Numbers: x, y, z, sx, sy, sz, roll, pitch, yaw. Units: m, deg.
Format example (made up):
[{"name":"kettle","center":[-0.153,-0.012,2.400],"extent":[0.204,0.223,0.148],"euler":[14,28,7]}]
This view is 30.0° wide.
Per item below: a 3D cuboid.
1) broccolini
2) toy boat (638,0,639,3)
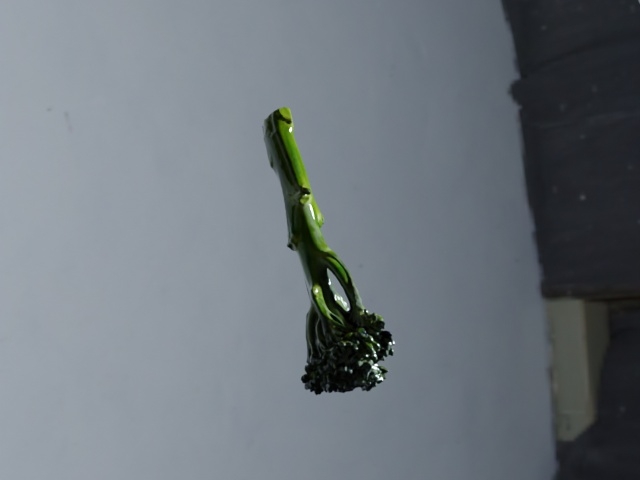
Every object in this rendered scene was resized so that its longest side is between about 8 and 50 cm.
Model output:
[{"name":"broccolini","center":[-0.002,0.000,0.830],"extent":[0.058,0.067,0.216],"euler":[96,-19,-72]},{"name":"toy boat","center":[0.195,-0.270,0.604],"extent":[0.092,0.141,0.319],"euler":[6,92,-10]}]
